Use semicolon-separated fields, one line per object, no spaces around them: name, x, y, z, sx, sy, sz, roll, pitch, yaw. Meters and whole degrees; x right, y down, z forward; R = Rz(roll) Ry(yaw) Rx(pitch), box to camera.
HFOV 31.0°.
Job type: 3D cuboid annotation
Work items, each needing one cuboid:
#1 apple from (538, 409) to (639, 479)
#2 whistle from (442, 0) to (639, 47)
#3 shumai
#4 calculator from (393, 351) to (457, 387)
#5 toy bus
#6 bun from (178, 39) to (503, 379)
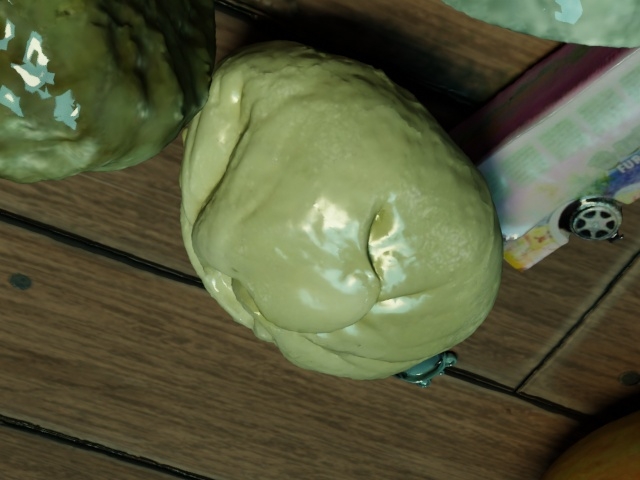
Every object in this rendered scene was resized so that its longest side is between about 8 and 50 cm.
apple;0.335;0.323;0.967;0.346;0.391;0.391;1;138;34
whistle;0.199;-0.231;0.624;0.405;0.188;0.168;-15;135;-28
shumai;-0.243;-0.130;0.626;0.288;0.292;0.330;-36;86;17
calculator;0.055;0.089;1.010;0.141;0.019;0.094;30;129;-24
toy bus;0.209;-0.089;0.783;0.112;0.090;0.274;36;126;-25
bun;0.000;0.000;0.788;0.259;0.160;0.259;28;155;14
